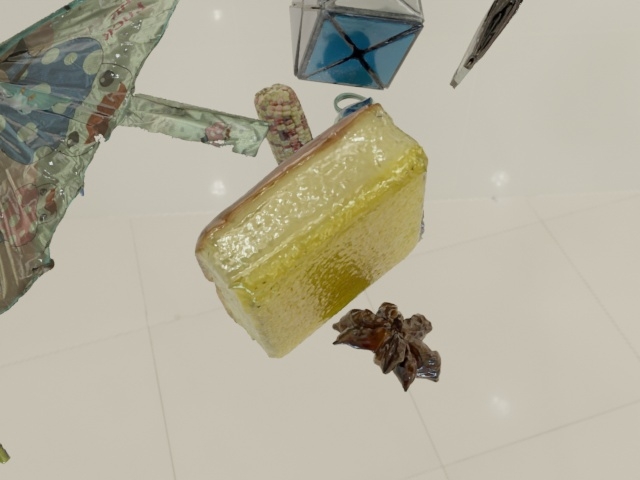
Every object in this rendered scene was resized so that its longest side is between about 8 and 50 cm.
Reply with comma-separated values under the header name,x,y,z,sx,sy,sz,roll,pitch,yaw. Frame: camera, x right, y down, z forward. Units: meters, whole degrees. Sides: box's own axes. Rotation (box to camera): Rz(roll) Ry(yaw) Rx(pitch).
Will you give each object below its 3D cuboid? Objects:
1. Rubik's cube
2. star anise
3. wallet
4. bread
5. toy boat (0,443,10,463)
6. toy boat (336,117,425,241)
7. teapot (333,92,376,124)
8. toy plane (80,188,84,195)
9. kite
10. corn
name,x,y,z,sx,sy,sz,roll,pitch,yaw
Rubik's cube,0.075,-0.537,1.564,0.260,0.259,0.254,3,63,-13
star anise,0.123,0.165,1.101,0.196,0.111,0.212,25,5,-26
wallet,0.461,-0.575,1.854,0.071,0.221,0.262,31,80,-2
bread,0.000,0.000,0.963,0.333,0.323,0.143,-37,67,-14
toy boat,-0.433,0.229,0.821,0.063,0.115,0.016,0,31,44
toy boat,0.122,-0.097,1.290,0.111,0.276,0.293,-30,33,-4
teapot,0.083,-0.267,1.605,0.159,0.159,0.232,-4,65,-2
toy plane,-0.488,-0.076,1.171,0.167,0.062,0.054,-16,74,30
kite,-0.199,-0.116,0.565,0.368,0.014,0.406,17,75,26
corn,-0.049,-0.170,1.229,0.086,0.253,0.086,-16,27,8
